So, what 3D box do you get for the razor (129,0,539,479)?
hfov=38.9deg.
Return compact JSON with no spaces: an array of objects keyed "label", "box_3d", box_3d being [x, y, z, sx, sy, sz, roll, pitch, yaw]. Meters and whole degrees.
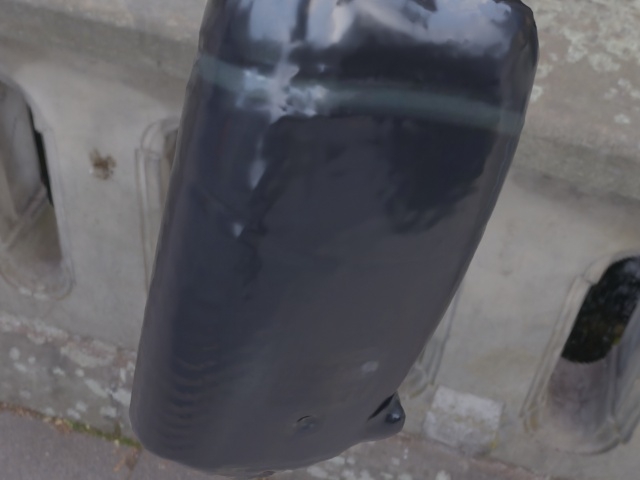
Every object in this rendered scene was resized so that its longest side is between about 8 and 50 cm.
[{"label":"razor","box_3d":[0.001,0.000,0.549,0.204,0.349,0.113,0,31,-28]}]
